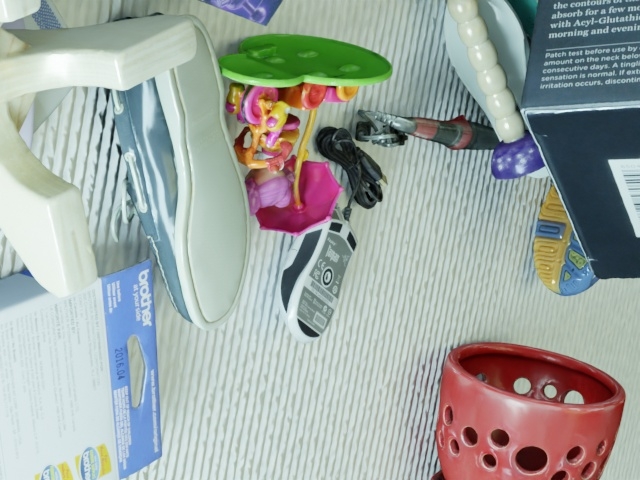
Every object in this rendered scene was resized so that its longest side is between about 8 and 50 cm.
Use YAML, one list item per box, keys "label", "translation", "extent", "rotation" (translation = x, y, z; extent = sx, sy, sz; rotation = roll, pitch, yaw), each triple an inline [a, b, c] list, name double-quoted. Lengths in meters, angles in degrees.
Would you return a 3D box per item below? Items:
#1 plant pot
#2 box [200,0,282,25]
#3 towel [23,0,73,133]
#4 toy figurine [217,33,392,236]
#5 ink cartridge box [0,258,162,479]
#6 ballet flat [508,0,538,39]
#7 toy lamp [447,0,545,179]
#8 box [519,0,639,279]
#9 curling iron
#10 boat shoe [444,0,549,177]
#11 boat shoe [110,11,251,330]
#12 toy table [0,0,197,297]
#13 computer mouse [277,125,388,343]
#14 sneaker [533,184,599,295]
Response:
- label: "plant pot"
  translation: [0.211, 0.217, 1.539]
  extent: [0.191, 0.191, 0.174]
  rotation: [-5, 108, -48]
- label: "box"
  translation: [-0.091, -0.267, 1.058]
  extent: [0.207, 0.108, 0.153]
  rotation: [12, 119, -49]
- label: "towel"
  translation: [-0.291, -0.098, 0.981]
  extent: [0.285, 0.034, 0.209]
  rotation: [-51, 137, -22]
- label: "toy figurine"
  translation: [-0.028, -0.077, 1.228]
  extent: [0.173, 0.130, 0.159]
  rotation: [-20, 126, -51]
- label: "ink cartridge box"
  translation: [-0.252, 0.133, 1.076]
  extent: [0.311, 0.065, 0.185]
  rotation: [-21, 118, -41]
- label: "ballet flat"
  translation: [0.185, -0.280, 1.449]
  extent: [0.241, 0.091, 0.077]
  rotation: [55, 31, -48]
- label: "toy lamp"
  translation: [0.146, -0.191, 1.384]
  extent: [0.080, 0.080, 0.274]
  rotation: [-38, 111, -35]
- label: "box"
  translation: [0.356, -0.204, 1.442]
  extent: [0.293, 0.212, 0.395]
  rotation: [56, 41, -50]
- label: "curling iron"
  translation: [0.122, -0.108, 1.439]
  extent: [0.274, 0.068, 0.035]
  rotation: [-3, 103, -54]
- label: "boat shoe"
  translation: [0.187, -0.168, 1.476]
  extent: [0.219, 0.078, 0.070]
  rotation: [64, 25, -23]
- label: "boat shoe"
  translation: [-0.118, -0.052, 1.151]
  extent: [0.095, 0.079, 0.254]
  rotation: [-41, 128, -50]
- label: "toy table"
  translation: [-0.218, -0.094, 0.915]
  extent: [0.252, 0.161, 0.274]
  rotation: [-43, 133, -30]
- label: "computer mouse"
  translation: [0.000, 0.000, 1.342]
  extent: [0.106, 0.042, 0.193]
  rotation: [44, 63, -51]
- label: "sneaker"
  translation: [0.342, -0.062, 1.660]
  extent: [0.131, 0.112, 0.296]
  rotation: [35, 76, -49]
